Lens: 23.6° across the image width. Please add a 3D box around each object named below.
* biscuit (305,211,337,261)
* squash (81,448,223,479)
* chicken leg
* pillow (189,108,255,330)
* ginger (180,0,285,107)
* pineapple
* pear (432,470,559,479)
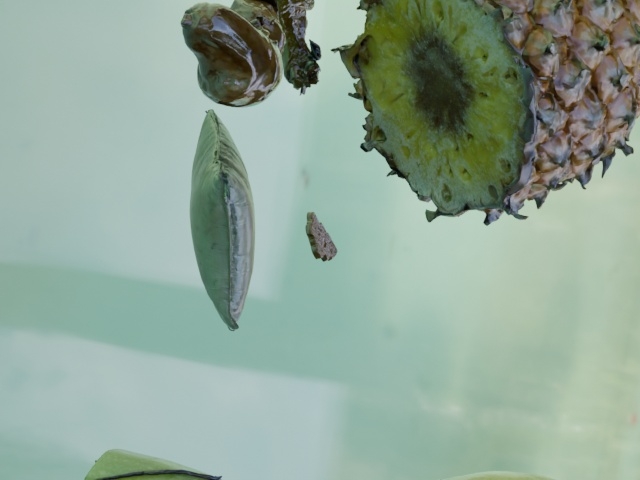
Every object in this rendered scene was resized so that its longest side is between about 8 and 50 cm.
[{"bbox_3d":[0.000,0.000,2.336,0.092,0.016,0.082,40,34,-57],"label":"biscuit"},{"bbox_3d":[-0.207,0.307,1.902,0.192,0.184,0.085,97,-19,-48],"label":"squash"},{"bbox_3d":[-0.043,-0.309,2.051,0.103,0.088,0.228,-143,-144,-82],"label":"chicken leg"},{"bbox_3d":[-0.116,-0.030,1.796,0.302,0.075,0.185,-108,-165,-70],"label":"pillow"},{"bbox_3d":[-0.093,-0.215,1.755,0.309,0.107,0.133,-80,176,-75],"label":"ginger"},{"bbox_3d":[0.215,-0.209,1.723,0.300,0.352,0.352,-33,134,-37],"label":"pineapple"},{"bbox_3d":[0.231,0.449,1.767,0.362,0.418,0.362,20,90,-85],"label":"pear"}]
